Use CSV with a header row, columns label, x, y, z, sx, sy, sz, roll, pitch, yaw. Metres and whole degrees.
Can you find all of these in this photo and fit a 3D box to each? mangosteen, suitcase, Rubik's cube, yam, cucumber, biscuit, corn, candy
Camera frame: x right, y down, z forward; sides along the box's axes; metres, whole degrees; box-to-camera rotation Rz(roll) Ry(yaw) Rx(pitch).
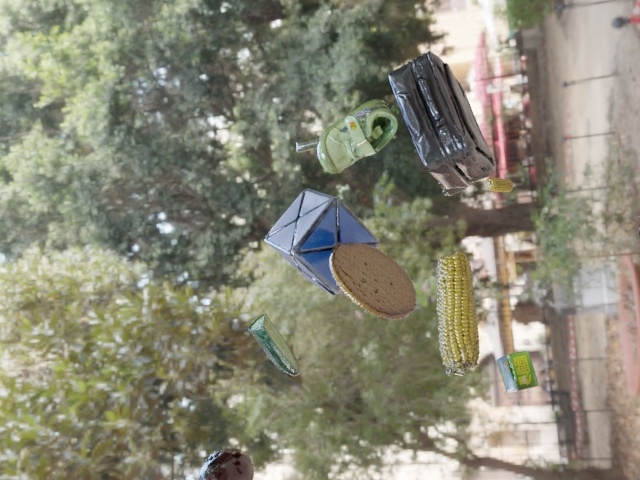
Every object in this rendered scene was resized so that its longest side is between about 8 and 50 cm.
label,x,y,z,sx,sy,sz,roll,pitch,yaw
mangosteen,-0.266,0.713,2.274,0.200,0.199,0.200,-6,-90,-73
suitcase,0.338,-0.325,2.170,0.339,0.188,0.345,24,-135,-62
Rubik's cube,0.000,0.000,2.668,0.260,0.255,0.259,-49,-64,-10
yam,-0.041,-0.335,2.695,0.043,0.094,0.043,-11,-90,-70
cucumber,-0.146,0.351,2.496,0.244,0.063,0.115,57,-168,-22
biscuit,0.158,0.121,2.325,0.038,0.305,0.305,-57,7,33
corn,0.352,0.189,1.989,0.115,0.115,0.318,15,-110,-72
corn,0.459,-0.142,1.983,0.092,0.037,0.037,3,-100,-36
candy,0.515,0.345,2.030,0.194,0.062,0.097,69,-174,-77

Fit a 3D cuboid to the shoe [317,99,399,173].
label,x,y,z,sx,sy,sz,roll,pitch,yaw
shoe,0.104,-0.299,2.157,0.140,0.262,0.128,54,166,-21
